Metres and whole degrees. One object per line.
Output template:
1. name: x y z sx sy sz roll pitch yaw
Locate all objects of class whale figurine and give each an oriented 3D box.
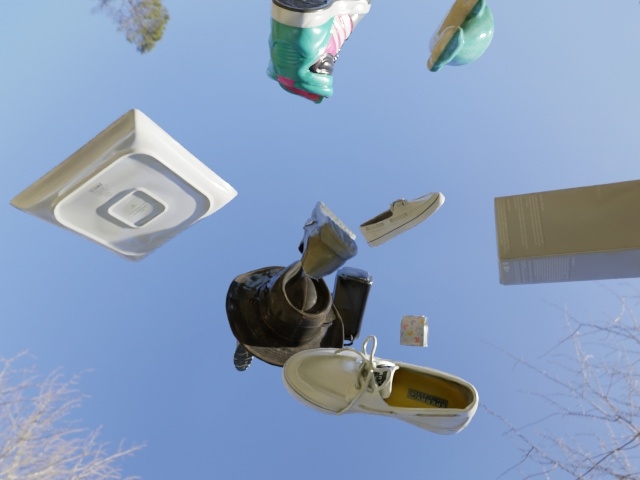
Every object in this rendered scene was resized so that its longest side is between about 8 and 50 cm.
1. whale figurine: 0.361 -0.514 1.188 0.141 0.216 0.272 34 -139 -2

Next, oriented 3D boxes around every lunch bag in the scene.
1. lunch bag: 0.259 0.248 1.276 0.071 0.053 0.083 -2 -101 25

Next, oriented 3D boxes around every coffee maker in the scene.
1. coffee maker: 0.087 0.180 1.306 0.120 0.178 0.171 5 -164 -19

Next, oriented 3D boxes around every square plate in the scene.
1. square plate: -0.416 -0.084 1.040 0.347 0.344 0.049 -32 -124 11

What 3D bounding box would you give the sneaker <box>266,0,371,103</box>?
1. sneaker: -0.003 -0.341 0.820 0.123 0.178 0.295 26 -140 14

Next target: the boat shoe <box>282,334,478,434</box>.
1. boat shoe: 0.106 0.259 0.849 0.367 0.156 0.136 14 -127 9

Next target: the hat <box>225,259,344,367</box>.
1. hat: -0.061 0.132 1.077 0.331 0.134 0.331 19 -148 -12

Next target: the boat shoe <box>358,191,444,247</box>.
1. boat shoe: 0.238 -0.081 1.393 0.267 0.088 0.096 -31 -162 21

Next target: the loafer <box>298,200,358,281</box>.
1. loafer: 0.000 0.000 0.759 0.094 0.251 0.087 45 -82 -5

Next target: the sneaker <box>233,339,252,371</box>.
1. sneaker: -0.205 0.282 1.248 0.052 0.058 0.135 6 -95 -7

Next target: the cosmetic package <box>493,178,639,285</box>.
1. cosmetic package: 0.403 -0.009 0.732 0.238 0.107 0.127 -3 -122 22
